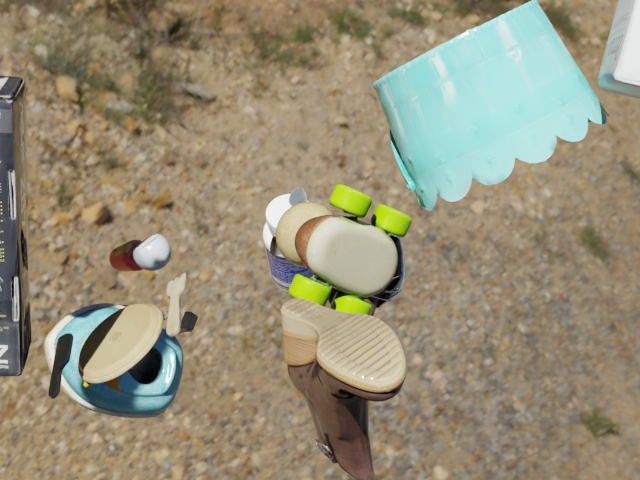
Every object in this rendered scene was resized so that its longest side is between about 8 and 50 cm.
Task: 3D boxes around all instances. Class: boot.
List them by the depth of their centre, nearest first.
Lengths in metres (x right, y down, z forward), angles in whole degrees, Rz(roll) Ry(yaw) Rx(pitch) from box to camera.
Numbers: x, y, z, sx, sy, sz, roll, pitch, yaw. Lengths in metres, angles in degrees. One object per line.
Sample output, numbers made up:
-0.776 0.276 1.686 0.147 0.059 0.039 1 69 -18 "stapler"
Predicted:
0.041 0.185 1.209 0.090 0.248 0.207 -24 113 -20 "boot"
0.072 0.085 1.665 0.082 0.106 0.219 12 77 -33 "boot"

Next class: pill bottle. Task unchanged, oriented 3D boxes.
-0.049 0.005 1.973 0.112 0.187 0.112 -3 53 4 "pill bottle"

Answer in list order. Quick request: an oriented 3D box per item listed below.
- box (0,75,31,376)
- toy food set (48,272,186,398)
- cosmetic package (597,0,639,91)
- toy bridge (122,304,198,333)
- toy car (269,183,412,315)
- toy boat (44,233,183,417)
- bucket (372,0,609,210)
-0.502 -0.016 1.084 0.395 0.318 0.097 1 22 -8 "box"
-0.236 0.125 1.281 0.038 0.192 0.132 55 16 -31 "toy food set"
0.530 -0.336 1.210 0.327 0.394 0.329 13 9 9 "cosmetic package"
-0.316 0.160 2.008 0.026 0.188 0.063 42 59 -47 "toy bridge"
0.000 0.000 1.418 0.149 0.188 0.155 24 91 -39 "toy car"
-0.338 0.145 1.851 0.267 0.148 0.318 19 71 -38 "toy boat"
0.213 -0.179 1.392 0.281 0.281 0.183 -30 95 -45 "bucket"
